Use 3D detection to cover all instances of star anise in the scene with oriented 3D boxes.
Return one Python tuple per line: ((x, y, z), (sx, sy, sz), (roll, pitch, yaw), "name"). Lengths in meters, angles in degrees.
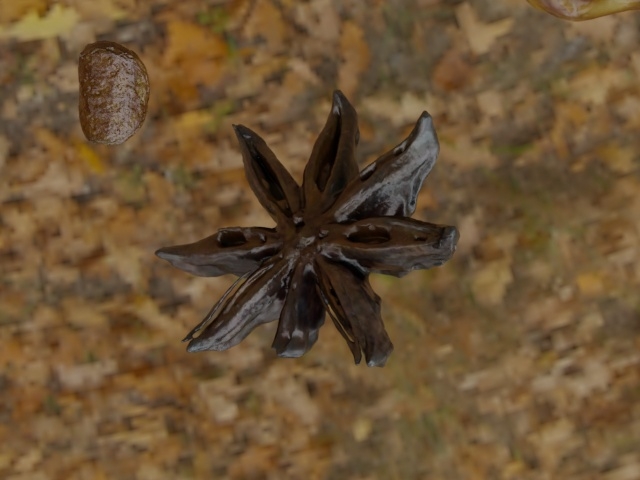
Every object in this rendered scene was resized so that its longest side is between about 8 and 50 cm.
((0.001, -0.001, 0.773), (0.141, 0.141, 0.042), (-22, 148, 15), "star anise")

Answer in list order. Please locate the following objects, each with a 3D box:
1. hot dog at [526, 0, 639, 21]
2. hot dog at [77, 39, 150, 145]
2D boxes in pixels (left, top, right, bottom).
((0.250, -0.239, 1.373), (0.337, 0.100, 0.135), (-16, 152, -43), "hot dog")
((-0.165, -0.118, 1.451), (0.058, 0.083, 0.035), (5, -161, 9), "hot dog")
